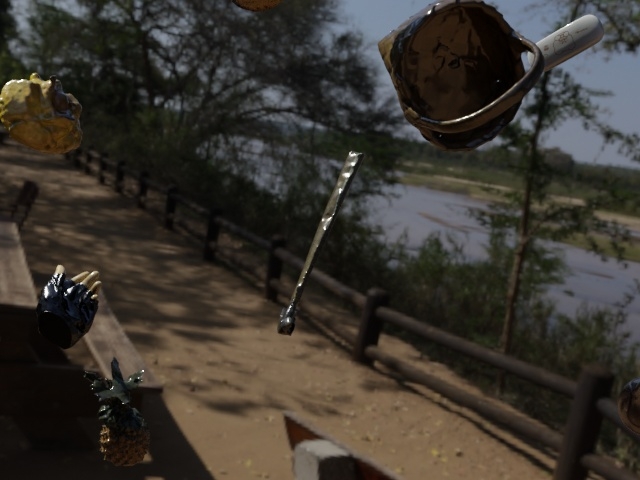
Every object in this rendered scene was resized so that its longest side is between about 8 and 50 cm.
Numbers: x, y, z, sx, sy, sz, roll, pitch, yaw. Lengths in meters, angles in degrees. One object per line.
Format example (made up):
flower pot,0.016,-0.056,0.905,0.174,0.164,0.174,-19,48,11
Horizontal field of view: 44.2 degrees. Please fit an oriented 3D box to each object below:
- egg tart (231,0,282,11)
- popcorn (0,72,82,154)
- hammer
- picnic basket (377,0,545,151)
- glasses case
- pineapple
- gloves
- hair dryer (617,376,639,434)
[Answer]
egg tart,-0.180,-0.736,2.105,0.215,0.215,0.171,11,-6,15
popcorn,-0.520,-0.233,1.467,0.152,0.148,0.167,-33,-43,26
hammer,0.001,0.000,1.155,0.027,0.297,0.125,22,-10,-2
picnic basket,0.310,-0.329,1.636,0.337,0.293,0.337,53,1,-2
glasses case,0.608,-0.488,1.961,0.193,0.074,0.049,-27,-7,35
pineapple,-0.428,0.367,1.684,0.119,0.277,0.130,-8,46,-15
gloves,-0.598,0.144,1.894,0.124,0.164,0.203,-28,17,20
hair dryer,0.799,0.345,1.617,0.340,0.123,0.312,6,-22,13
